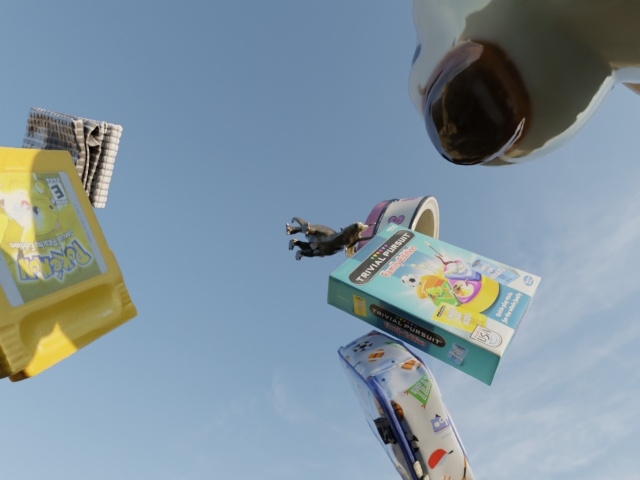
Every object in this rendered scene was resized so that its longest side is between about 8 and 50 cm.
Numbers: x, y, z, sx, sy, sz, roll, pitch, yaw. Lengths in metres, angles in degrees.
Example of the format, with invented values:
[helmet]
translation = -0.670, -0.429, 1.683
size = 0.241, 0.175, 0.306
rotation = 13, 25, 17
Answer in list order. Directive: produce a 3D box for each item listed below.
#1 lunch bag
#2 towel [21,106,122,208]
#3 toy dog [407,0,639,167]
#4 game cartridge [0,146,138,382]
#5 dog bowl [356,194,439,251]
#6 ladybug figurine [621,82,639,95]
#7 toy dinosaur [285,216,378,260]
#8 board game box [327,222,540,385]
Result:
[lunch bag]
translation = 0.137, 0.300, 0.776
size = 0.115, 0.303, 0.243
rotation = -23, -82, -8
[towel]
translation = -0.660, -0.210, 1.145
size = 0.283, 0.121, 0.235
rotation = 17, -86, 30
[toy dog]
translation = 0.268, -0.214, 0.380
size = 0.408, 0.284, 0.395
rotation = -20, -69, 32
[game cartridge]
translation = -0.428, 0.017, 0.680
size = 0.052, 0.285, 0.324
rotation = -21, -84, 12
[dog bowl]
translation = 0.224, 0.061, 1.312
size = 0.150, 0.408, 0.408
rotation = 11, -48, 26
[ladybug figurine]
translation = 0.484, -0.358, 0.595
size = 0.305, 0.449, 0.162
rotation = -32, -11, -14
[toy dinosaur]
translation = 0.000, 0.000, 1.197
size = 0.160, 0.313, 0.121
rotation = 9, -92, -26
[board game box]
translation = 0.222, 0.099, 0.886
size = 0.336, 0.254, 0.079
rotation = 23, -51, 28
